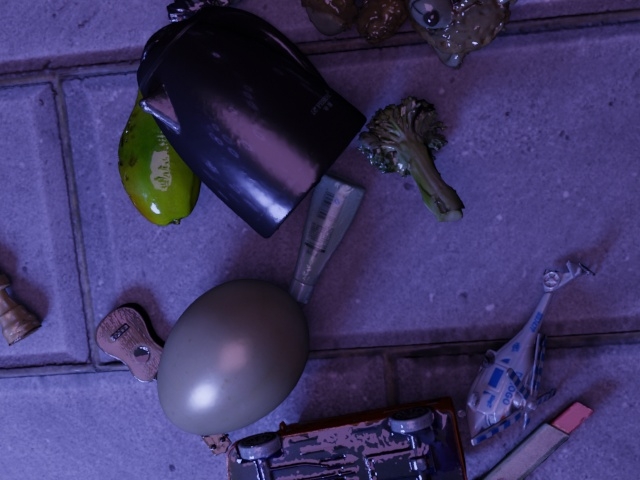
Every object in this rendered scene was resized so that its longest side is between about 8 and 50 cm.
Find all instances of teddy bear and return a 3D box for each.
[{"bbox_3d":[0.130,-0.339,1.445,0.256,0.156,0.267,39,142,1],"label":"teddy bear"}]

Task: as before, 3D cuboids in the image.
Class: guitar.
[{"bbox_3d":[-0.226,0.210,1.649,0.084,0.038,0.271,-42,89,14],"label":"guitar"}]

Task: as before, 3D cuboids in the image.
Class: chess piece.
[{"bbox_3d":[-0.490,0.073,1.661,0.060,0.060,0.172,-32,91,12],"label":"chess piece"}]

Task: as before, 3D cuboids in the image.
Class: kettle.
[{"bbox_3d":[-0.098,-0.186,1.468,0.290,0.268,0.207,40,137,-1],"label":"kettle"}]

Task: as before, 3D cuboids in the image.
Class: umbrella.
[{"bbox_3d":[-0.128,-0.350,1.534,0.188,0.046,0.050,-22,112,11],"label":"umbrella"}]

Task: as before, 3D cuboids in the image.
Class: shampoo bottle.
[{"bbox_3d":[0.000,0.000,1.578,0.069,0.041,0.190,22,102,6],"label":"shampoo bottle"}]

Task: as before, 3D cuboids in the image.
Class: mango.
[{"bbox_3d":[-0.226,-0.137,1.556,0.125,0.111,0.232,-4,96,6],"label":"mango"}]

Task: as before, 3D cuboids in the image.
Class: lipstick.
[{"bbox_3d":[0.269,0.336,1.594,0.051,0.051,0.312,44,101,0],"label":"lipstick"}]

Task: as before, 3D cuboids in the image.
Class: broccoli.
[{"bbox_3d":[0.132,-0.099,1.473,0.118,0.122,0.204,-31,49,8],"label":"broccoli"}]

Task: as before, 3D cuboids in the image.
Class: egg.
[{"bbox_3d":[-0.127,0.167,1.551,0.188,0.188,0.253,45,106,-1],"label":"egg"}]

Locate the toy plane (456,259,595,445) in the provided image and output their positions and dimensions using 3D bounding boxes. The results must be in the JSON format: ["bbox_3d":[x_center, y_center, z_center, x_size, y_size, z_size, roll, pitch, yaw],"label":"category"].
[{"bbox_3d":[0.272,0.149,1.523,0.107,0.182,0.273,21,103,37],"label":"toy plane"}]

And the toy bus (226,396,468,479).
[{"bbox_3d":[0.039,0.316,1.571,0.329,0.153,0.143,-12,96,9],"label":"toy bus"}]
